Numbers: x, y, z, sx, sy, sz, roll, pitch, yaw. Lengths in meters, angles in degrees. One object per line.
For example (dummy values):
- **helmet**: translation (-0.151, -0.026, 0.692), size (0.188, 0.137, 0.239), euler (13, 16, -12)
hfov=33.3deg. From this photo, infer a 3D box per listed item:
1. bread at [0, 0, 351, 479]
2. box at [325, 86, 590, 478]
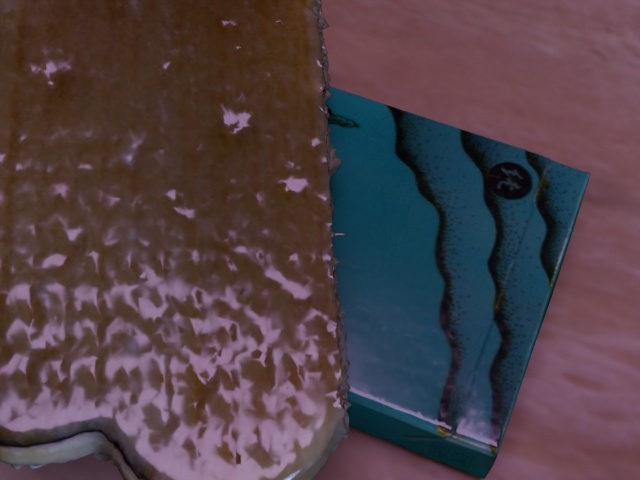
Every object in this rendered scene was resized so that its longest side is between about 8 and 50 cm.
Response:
- **bread**: translation (-0.089, -0.018, 0.475), size (0.207, 0.056, 0.287), euler (2, 61, -2)
- **box**: translation (0.000, 0.000, 0.522), size (0.226, 0.042, 0.161), euler (19, 62, 10)
